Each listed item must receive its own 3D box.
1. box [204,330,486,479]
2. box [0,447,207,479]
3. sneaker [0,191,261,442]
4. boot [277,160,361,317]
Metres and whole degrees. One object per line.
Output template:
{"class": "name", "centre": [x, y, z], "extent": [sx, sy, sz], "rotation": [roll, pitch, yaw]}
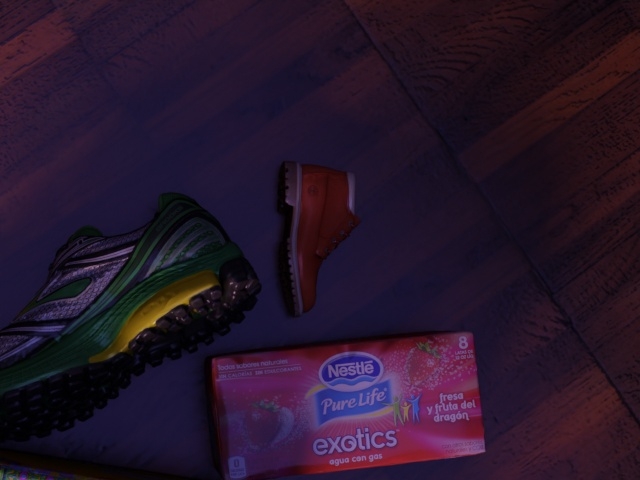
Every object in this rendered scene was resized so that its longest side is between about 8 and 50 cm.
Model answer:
{"class": "box", "centre": [0.020, 0.159, 1.405], "extent": [0.257, 0.128, 0.122], "rotation": [-6, 87, -8]}
{"class": "box", "centre": [-0.205, 0.354, 1.334], "extent": [0.290, 0.177, 0.279], "rotation": [11, 84, -8]}
{"class": "sneaker", "centre": [-0.234, 0.080, 1.391], "extent": [0.343, 0.134, 0.146], "rotation": [-29, 66, -6]}
{"class": "boot", "centre": [0.000, 0.000, 1.452], "extent": [0.084, 0.059, 0.158], "rotation": [4, 84, -13]}
